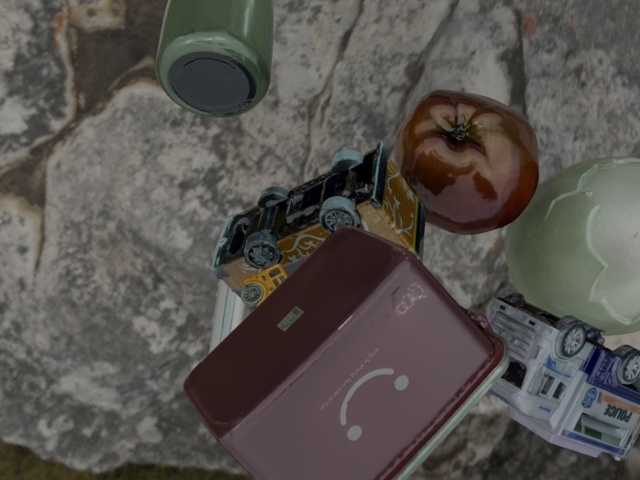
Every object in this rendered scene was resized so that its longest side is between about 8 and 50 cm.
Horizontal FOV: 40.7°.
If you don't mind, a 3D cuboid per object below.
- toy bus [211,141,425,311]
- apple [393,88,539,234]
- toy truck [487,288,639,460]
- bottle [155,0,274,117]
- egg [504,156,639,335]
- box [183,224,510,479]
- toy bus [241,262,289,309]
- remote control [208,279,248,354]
[{"bbox_3d":[0.000,0.000,1.204,0.275,0.138,0.167,-23,123,26],"label":"toy bus"},{"bbox_3d":[0.217,-0.118,1.286,0.234,0.234,0.234,9,121,15],"label":"apple"},{"bbox_3d":[0.300,0.173,1.069,0.268,0.124,0.155,23,93,-37],"label":"toy truck"},{"bbox_3d":[-0.150,-0.363,1.306,0.168,0.347,0.168,1,147,0],"label":"bottle"},{"bbox_3d":[0.456,0.005,1.343,0.278,0.278,0.336,45,149,-8],"label":"egg"},{"bbox_3d":[0.016,0.131,0.854,0.294,0.193,0.167,-45,113,-9],"label":"box"},{"bbox_3d":[-0.037,0.111,1.090,0.074,0.162,0.069,-30,147,-5],"label":"toy bus"},{"bbox_3d":[-0.162,0.138,1.537,0.055,0.103,0.277,7,77,1],"label":"remote control"}]
